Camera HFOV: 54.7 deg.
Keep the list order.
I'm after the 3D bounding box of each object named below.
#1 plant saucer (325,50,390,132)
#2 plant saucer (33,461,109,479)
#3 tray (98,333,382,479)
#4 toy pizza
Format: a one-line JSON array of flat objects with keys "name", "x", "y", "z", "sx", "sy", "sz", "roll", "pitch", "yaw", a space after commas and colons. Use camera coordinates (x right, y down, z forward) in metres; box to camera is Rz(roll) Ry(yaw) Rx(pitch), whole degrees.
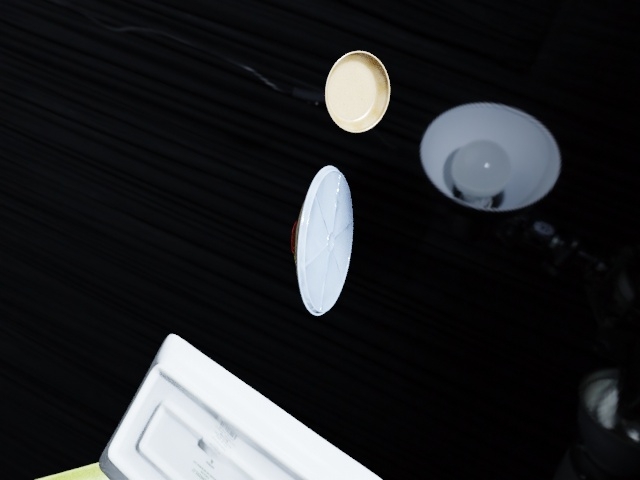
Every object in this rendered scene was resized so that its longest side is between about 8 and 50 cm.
[{"name": "plant saucer", "x": 0.037, "y": -0.157, "z": 0.657, "sx": 0.083, "sy": 0.015, "sz": 0.083, "roll": -10, "pitch": 108, "yaw": -31}, {"name": "plant saucer", "x": -0.342, "y": 0.419, "z": 0.946, "sx": 0.188, "sy": 0.188, "sz": 0.045, "roll": -8, "pitch": 111, "yaw": -29}, {"name": "tray", "x": -0.086, "y": 0.193, "z": 0.510, "sx": 0.030, "sy": 0.270, "sz": 0.145, "roll": 37, "pitch": 80, "yaw": -54}, {"name": "toy pizza", "x": 0.000, "y": 0.000, "z": 0.835, "sx": 0.201, "sy": 0.032, "sz": 0.201, "roll": 5, "pitch": 90, "yaw": -70}]
